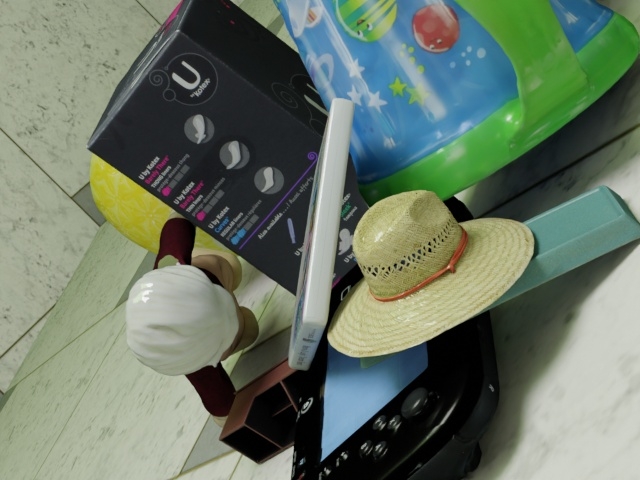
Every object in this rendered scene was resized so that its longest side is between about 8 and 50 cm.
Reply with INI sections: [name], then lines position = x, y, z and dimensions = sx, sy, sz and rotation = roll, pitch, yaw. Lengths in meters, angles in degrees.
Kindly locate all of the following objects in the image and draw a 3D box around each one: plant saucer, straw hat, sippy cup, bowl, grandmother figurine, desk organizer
[plant saucer]
position = 0.105, 0.019, 0.853
dimensions = 0.192, 0.018, 0.067
rotation = -27, 22, 8
[straw hat]
position = 0.055, 0.004, 0.840
dimensions = 0.144, 0.061, 0.144
rotation = -26, 22, 11
[sippy cup]
position = 0.077, -0.169, 0.999
dimensions = 0.305, 0.224, 0.240
rotation = -26, 13, 47
[bowl]
position = -0.093, -0.072, 1.506
dimensions = 0.289, 0.289, 0.156
rotation = -51, 57, 13
[grandmother figurine]
position = -0.114, 0.071, 1.229
dimensions = 0.104, 0.207, 0.342
rotation = -25, -3, 1
[desk organizer]
position = -0.028, 0.134, 1.111
dimensions = 0.130, 0.047, 0.050
rotation = -38, 24, 48

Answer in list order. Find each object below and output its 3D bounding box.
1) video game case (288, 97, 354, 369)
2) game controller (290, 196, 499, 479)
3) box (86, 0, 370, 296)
[video game case]
position = 0.000, 0.000, 0.946
dimensions = 0.143, 0.019, 0.157
rotation = 107, 171, -72
[game controller]
position = 0.046, 0.080, 0.930
dimensions = 0.166, 0.067, 0.319
rotation = -35, 19, 18
[box]
position = -0.051, -0.085, 1.236
dimensions = 0.143, 0.270, 0.165
rotation = -49, 16, 21
